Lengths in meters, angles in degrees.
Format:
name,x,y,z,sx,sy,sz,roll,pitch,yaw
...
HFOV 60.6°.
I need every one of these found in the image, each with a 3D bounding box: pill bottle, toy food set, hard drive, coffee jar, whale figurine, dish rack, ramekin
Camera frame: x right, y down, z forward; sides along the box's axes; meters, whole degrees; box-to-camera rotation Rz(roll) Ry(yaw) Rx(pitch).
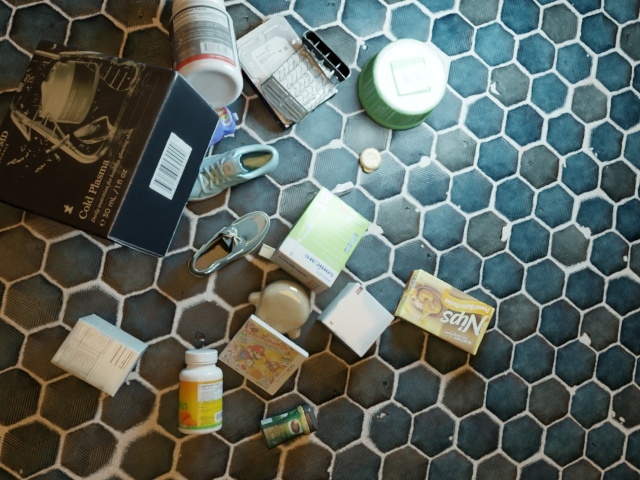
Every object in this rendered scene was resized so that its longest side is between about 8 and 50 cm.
name,x,y,z,sx,sy,sz,roll,pitch,yaw
pill bottle,-0.380,0.475,1.740,0.136,0.136,0.245,1,86,-11
toy food set,0.182,-0.291,1.966,0.083,0.020,0.083,-30,92,-12
hard drive,-0.132,-0.584,1.902,0.237,0.064,0.339,-37,93,-12
coffee jar,-0.104,0.615,1.816,0.184,0.079,0.096,-17,87,-11
whale figurine,-0.152,0.244,1.823,0.216,0.141,0.272,40,104,-7
pill bottle,-0.369,-0.616,1.737,0.210,0.210,0.363,-6,64,-12
dish rack,-0.057,-0.541,1.845,0.208,0.074,0.271,44,79,-5
ramekin,0.296,-0.558,1.942,0.303,0.148,0.303,1,86,-12

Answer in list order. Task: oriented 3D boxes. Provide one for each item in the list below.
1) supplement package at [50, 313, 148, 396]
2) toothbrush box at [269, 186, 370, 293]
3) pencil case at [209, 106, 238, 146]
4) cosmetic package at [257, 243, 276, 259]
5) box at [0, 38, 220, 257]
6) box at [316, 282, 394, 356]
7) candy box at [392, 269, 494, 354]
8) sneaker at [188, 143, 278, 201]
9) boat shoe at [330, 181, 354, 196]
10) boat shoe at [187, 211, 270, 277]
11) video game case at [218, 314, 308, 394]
name,x,y,z,sx,sy,sz,roll,pitch,yaw
supplement package,-0.662,0.342,1.663,0.203,0.194,0.149,32,81,-7
toothbrush box,0.000,0.000,1.825,0.206,0.122,0.283,36,63,-7
pencil case,-0.416,-0.338,1.799,0.306,0.119,0.133,-38,104,-12
cosmetic package,-0.152,0.054,1.856,0.115,0.060,0.041,26,80,-10
box,-0.626,-0.259,1.582,0.472,0.297,0.479,17,82,18
box,0.116,0.266,1.865,0.182,0.119,0.181,44,80,-6
candy box,0.437,0.254,1.946,0.316,0.087,0.183,28,81,-9
sneaker,-0.309,-0.237,1.797,0.366,0.150,0.135,-25,91,-12
boat shoe,0.069,-0.182,1.933,0.100,0.035,0.035,-22,63,-8
boat shoe,-0.296,0.012,1.808,0.319,0.099,0.116,-36,93,-12
video game case,-0.189,0.377,1.790,0.227,0.026,0.206,37,112,-7
